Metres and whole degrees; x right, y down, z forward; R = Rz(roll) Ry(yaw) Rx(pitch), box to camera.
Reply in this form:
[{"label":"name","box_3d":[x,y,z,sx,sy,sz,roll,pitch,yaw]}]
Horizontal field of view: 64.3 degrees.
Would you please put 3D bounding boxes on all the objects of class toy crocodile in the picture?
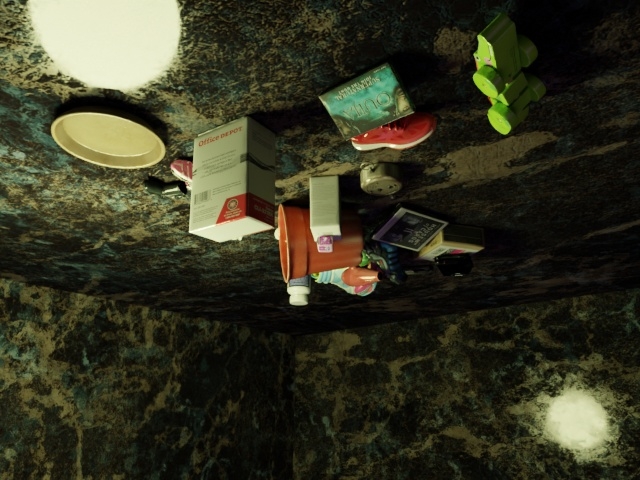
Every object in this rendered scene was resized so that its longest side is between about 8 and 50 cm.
[{"label":"toy crocodile","box_3d":[0.382,-0.335,1.065,0.115,0.105,0.340,-48,146,5]}]

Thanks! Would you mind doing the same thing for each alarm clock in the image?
[{"label":"alarm clock","box_3d":[0.175,-0.186,1.521,0.129,0.064,0.192,-12,153,31]}]

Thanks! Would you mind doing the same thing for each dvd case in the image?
[{"label":"dvd case","box_3d":[0.325,-0.044,1.858,0.239,0.029,0.179,14,134,-32]}]

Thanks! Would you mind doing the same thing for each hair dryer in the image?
[{"label":"hair dryer","box_3d":[0.110,0.090,1.975,0.294,0.080,0.223,29,146,20]}]

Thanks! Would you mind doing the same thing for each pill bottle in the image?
[{"label":"pill bottle","box_3d":[-0.100,0.204,2.394,0.112,0.186,0.112,0,159,0]}]

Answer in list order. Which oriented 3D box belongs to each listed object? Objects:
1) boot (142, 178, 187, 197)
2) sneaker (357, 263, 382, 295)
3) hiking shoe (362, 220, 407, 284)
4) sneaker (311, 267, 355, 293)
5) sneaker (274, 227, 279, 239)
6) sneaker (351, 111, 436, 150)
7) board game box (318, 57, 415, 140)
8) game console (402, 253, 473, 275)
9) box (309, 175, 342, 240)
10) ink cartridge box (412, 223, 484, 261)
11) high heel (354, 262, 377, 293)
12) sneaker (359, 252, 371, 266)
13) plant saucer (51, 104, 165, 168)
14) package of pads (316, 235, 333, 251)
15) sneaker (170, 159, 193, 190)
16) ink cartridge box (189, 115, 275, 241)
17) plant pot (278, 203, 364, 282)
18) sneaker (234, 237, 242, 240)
[{"label":"boot","box_3d":[-0.486,-0.165,1.608,0.099,0.045,0.121,-3,167,14]},{"label":"sneaker","box_3d":[0.197,0.136,2.253,0.125,0.104,0.261,9,126,-24]},{"label":"hiking shoe","box_3d":[0.273,0.062,1.976,0.132,0.113,0.304,-44,128,4]},{"label":"sneaker","box_3d":[0.068,0.165,2.385,0.208,0.127,0.319,-4,150,7]},{"label":"sneaker","box_3d":[-0.098,-0.025,1.963,0.158,0.061,0.065,-6,165,19]},{"label":"sneaker","box_3d":[0.158,-0.280,1.227,0.221,0.087,0.128,-11,158,24]},{"label":"board game box","box_3d":[0.104,-0.310,1.142,0.186,0.026,0.126,-16,121,37]},{"label":"game console","box_3d":[0.440,0.109,2.097,0.361,0.044,0.213,-5,162,20]},{"label":"box","box_3d":[0.018,-0.098,1.597,0.091,0.170,0.130,-3,160,5]},{"label":"ink cartridge box","box_3d":[0.502,0.016,2.020,0.193,0.088,0.234,7,159,-15]},{"label":"high heel","box_3d":[0.194,0.109,2.127,0.117,0.082,0.244,36,109,-16]},{"label":"sneaker","box_3d":[0.115,0.055,2.102,0.124,0.109,0.295,16,153,-36]},{"label":"plant saucer","box_3d":[-0.548,-0.269,1.333,0.278,0.041,0.278,1,159,0]},{"label":"package of pads","box_3d":[0.015,0.012,1.604,0.050,0.032,0.083,-2,161,2]},{"label":"sneaker","box_3d":[-0.387,-0.185,1.521,0.075,0.063,0.170,-20,157,30]},{"label":"ink cartridge box","box_3d":[-0.225,-0.153,1.312,0.197,0.272,0.114,-12,160,31]},{"label":"plant pot","box_3d":[0.000,0.000,1.770,0.265,0.272,0.272,-4,161,-9]},{"label":"sneaker","box_3d":[-0.332,-0.038,1.928,0.075,0.057,0.161,-1,163,-14]}]
